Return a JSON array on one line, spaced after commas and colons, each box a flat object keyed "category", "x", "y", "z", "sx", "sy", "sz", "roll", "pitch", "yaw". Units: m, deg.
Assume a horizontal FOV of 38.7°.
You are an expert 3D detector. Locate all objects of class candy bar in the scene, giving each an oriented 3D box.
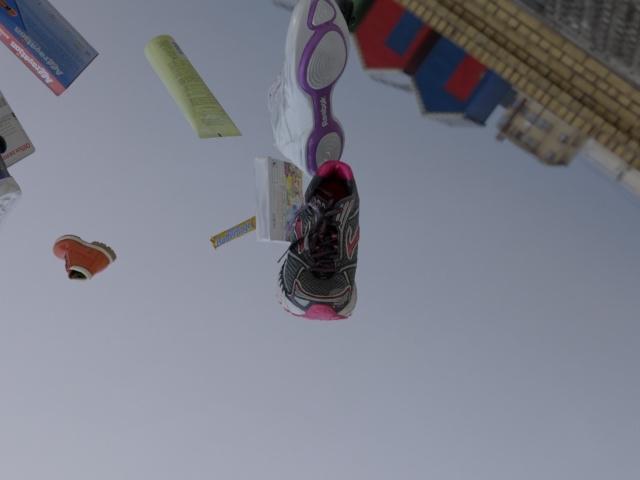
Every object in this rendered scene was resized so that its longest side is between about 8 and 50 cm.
[{"category": "candy bar", "x": -0.230, "y": -0.020, "z": 2.443, "sx": 0.161, "sy": 0.040, "sz": 0.018, "roll": -27, "pitch": -160, "yaw": -35}]

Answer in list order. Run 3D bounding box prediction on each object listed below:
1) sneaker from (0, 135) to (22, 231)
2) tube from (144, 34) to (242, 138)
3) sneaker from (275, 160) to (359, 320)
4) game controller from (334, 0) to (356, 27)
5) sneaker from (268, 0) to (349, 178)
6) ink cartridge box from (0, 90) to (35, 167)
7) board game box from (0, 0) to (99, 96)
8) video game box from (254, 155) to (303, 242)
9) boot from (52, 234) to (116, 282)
[{"category": "sneaker", "x": -0.706, "y": -0.099, "z": 1.706, "sx": 0.236, "sy": 0.323, "sz": 0.130, "roll": 52, "pitch": -144, "yaw": 4}, {"category": "tube", "x": -0.233, "y": -0.264, "z": 1.610, "sx": 0.240, "sy": 0.070, "sz": 0.062, "roll": 54, "pitch": 173, "yaw": 24}, {"category": "sneaker", "x": 0.000, "y": 0.000, "z": 1.343, "sx": 0.121, "sy": 0.112, "sz": 0.299, "roll": 7, "pitch": -139, "yaw": -4}, {"category": "game controller", "x": 0.020, "y": -0.476, "z": 2.032, "sx": 0.067, "sy": 0.166, "sz": 0.319, "roll": 8, "pitch": -159, "yaw": -9}, {"category": "sneaker", "x": -0.037, "y": -0.251, "z": 1.448, "sx": 0.114, "sy": 0.305, "sz": 0.152, "roll": -22, "pitch": -140, "yaw": -34}, {"category": "ink cartridge box", "x": -0.736, "y": -0.246, "z": 1.998, "sx": 0.190, "sy": 0.082, "sz": 0.139, "roll": 64, "pitch": -154, "yaw": -15}, {"category": "board game box", "x": -0.478, "y": -0.362, "z": 1.415, "sx": 0.281, "sy": 0.027, "sz": 0.145, "roll": 47, "pitch": -152, "yaw": -20}, {"category": "video game box", "x": -0.100, "y": -0.095, "z": 2.240, "sx": 0.048, "sy": 0.205, "sz": 0.187, "roll": -3, "pitch": 175, "yaw": 26}, {"category": "boot", "x": -0.487, "y": 0.038, "z": 1.796, "sx": 0.158, "sy": 0.084, "sz": 0.059, "roll": 9, "pitch": 138, "yaw": 34}]
